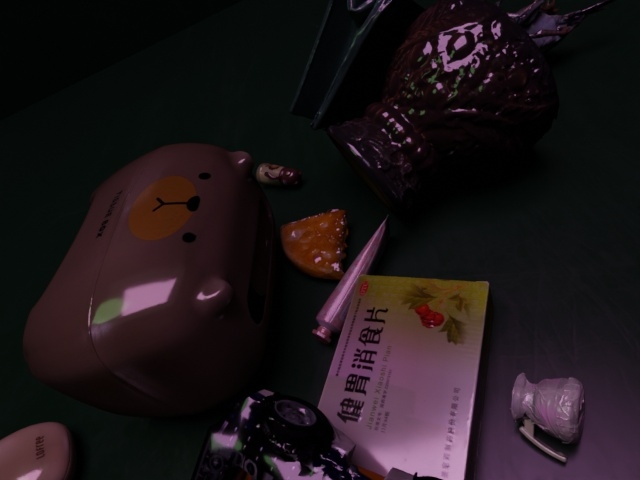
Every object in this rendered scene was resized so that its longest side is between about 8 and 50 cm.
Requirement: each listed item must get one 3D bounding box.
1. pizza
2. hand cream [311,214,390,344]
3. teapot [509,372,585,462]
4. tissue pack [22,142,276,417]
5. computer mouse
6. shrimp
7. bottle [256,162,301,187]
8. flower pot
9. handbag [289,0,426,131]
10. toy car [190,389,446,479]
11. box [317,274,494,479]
[{"bbox_3d":[0.000,0.000,0.737,0.178,0.041,0.130,19,65,38],"label":"pizza"},{"bbox_3d":[0.054,0.057,0.646,0.043,0.067,0.209,24,67,24],"label":"hand cream"},{"bbox_3d":[0.234,0.180,0.447,0.064,0.064,0.083,2,84,39],"label":"teapot"},{"bbox_3d":[-0.202,0.044,0.640,0.277,0.267,0.386,-13,45,15],"label":"tissue pack"},{"bbox_3d":[-0.470,0.369,0.624,0.237,0.082,0.145,-36,45,-7],"label":"computer mouse"},{"bbox_3d":[0.351,-0.394,0.811,0.372,0.172,0.137,-29,75,23],"label":"shrimp"},{"bbox_3d":[-0.082,-0.136,0.898,0.101,0.047,0.063,12,47,34],"label":"bottle"},{"bbox_3d":[0.167,-0.186,0.674,0.267,0.266,0.266,-39,44,5],"label":"flower pot"},{"bbox_3d":[0.080,-0.311,0.754,0.089,0.238,0.326,36,28,11],"label":"handbag"},{"bbox_3d":[0.010,0.260,0.391,0.301,0.118,0.193,20,94,27],"label":"toy car"},{"bbox_3d":[0.102,0.166,0.520,0.175,0.062,0.260,1,53,29],"label":"box"}]
